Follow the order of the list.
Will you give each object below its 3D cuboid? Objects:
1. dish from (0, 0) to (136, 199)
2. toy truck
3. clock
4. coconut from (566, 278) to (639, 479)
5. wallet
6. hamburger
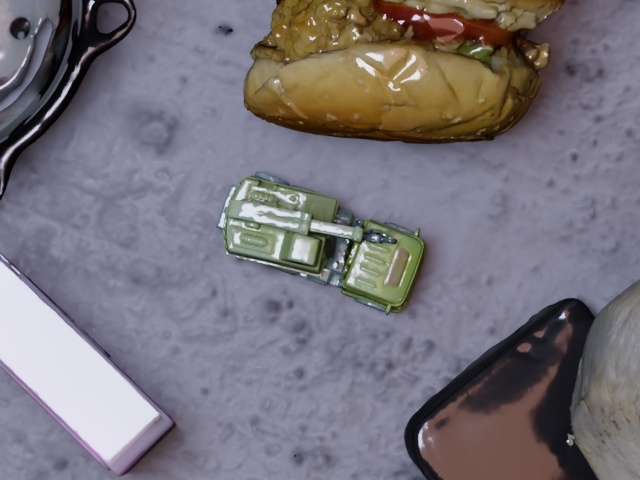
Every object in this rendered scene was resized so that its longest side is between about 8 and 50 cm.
[{"bbox_3d":[-0.304,-0.174,1.585,0.303,0.120,0.303,0,86,-1],"label":"dish"},{"bbox_3d":[0.000,0.000,1.590,0.169,0.100,0.077,22,88,1],"label":"toy truck"},{"bbox_3d":[-0.203,0.096,1.556,0.197,0.150,0.063,44,84,1],"label":"clock"},{"bbox_3d":[0.328,0.109,1.497,0.247,0.245,0.245,-35,87,-23],"label":"coconut"},{"bbox_3d":[0.241,0.246,1.605,0.197,0.051,0.377,-38,88,-6],"label":"wallet"},{"bbox_3d":[0.066,-0.152,1.543,0.244,0.244,0.163,10,86,0],"label":"hamburger"}]
